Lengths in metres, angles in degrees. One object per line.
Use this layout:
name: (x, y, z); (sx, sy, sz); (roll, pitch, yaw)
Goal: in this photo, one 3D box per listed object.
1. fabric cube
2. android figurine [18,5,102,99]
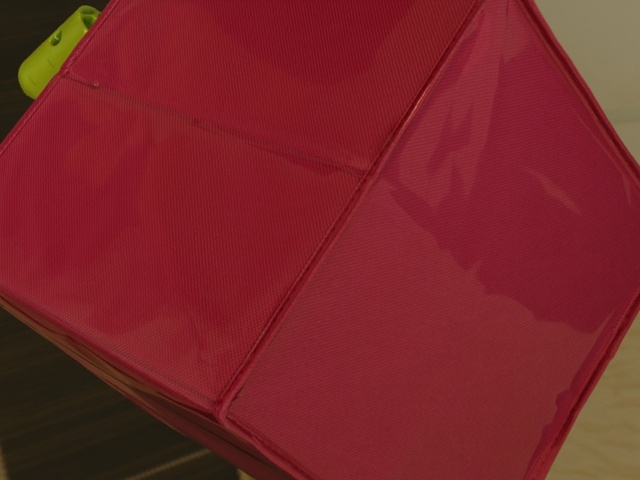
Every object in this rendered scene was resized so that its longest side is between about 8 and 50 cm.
fabric cube: (0.000, 0.000, 0.747); (0.259, 0.258, 0.254); (-57, 134, -13)
android figurine: (-0.149, -0.106, 1.180); (0.248, 0.273, 0.056); (28, 37, -38)
